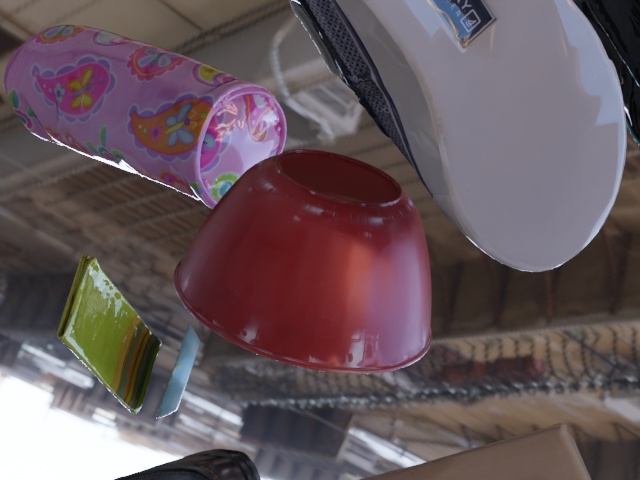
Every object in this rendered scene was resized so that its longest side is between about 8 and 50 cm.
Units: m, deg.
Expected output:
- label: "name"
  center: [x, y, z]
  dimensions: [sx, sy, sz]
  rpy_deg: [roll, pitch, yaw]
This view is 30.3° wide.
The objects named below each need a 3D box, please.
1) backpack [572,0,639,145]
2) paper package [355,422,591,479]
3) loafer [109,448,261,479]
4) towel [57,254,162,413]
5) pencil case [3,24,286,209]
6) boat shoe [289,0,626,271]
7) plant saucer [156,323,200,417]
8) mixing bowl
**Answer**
- label: "backpack"
  center: [0.301, -0.190, 0.973]
  dimensions: [0.188, 0.144, 0.166]
  rpy_deg: [56, -43, 11]
- label: "paper package"
  center: [0.073, 0.319, 0.761]
  dimensions: [0.309, 0.168, 0.325]
  rpy_deg: [-15, -134, -2]
- label: "loafer"
  center: [-0.085, 0.127, 0.471]
  dimensions: [0.170, 0.061, 0.062]
  rpy_deg: [-37, -118, 40]
- label: "towel"
  center: [-0.235, 0.112, 1.348]
  dimensions: [0.021, 0.237, 0.102]
  rpy_deg: [4, -116, 14]
- label: "pencil case"
  center: [-0.166, -0.119, 1.097]
  dimensions: [0.284, 0.124, 0.124]
  rpy_deg: [21, -100, 36]
- label: "boat shoe"
  center: [0.052, -0.133, 0.667]
  dimensions: [0.127, 0.340, 0.158]
  rpy_deg: [-37, -142, -4]
- label: "plant saucer"
  center: [-0.168, 0.160, 1.425]
  dimensions: [0.119, 0.021, 0.119]
  rpy_deg: [-161, -90, -86]
- label: "mixing bowl"
  center: [0.000, 0.000, 0.793]
  dimensions: [0.181, 0.181, 0.098]
  rpy_deg: [-129, -131, -55]
